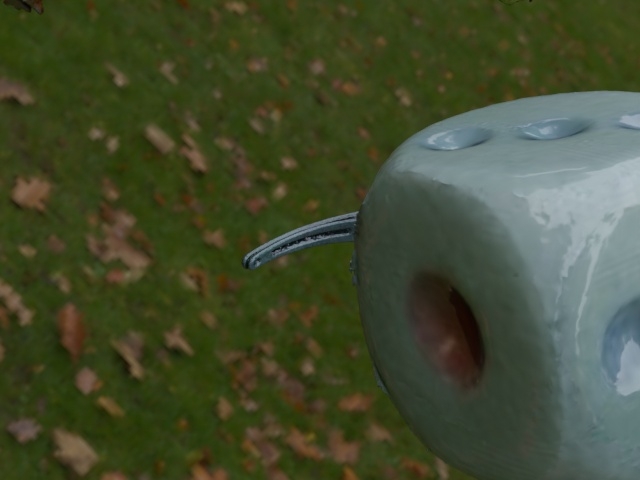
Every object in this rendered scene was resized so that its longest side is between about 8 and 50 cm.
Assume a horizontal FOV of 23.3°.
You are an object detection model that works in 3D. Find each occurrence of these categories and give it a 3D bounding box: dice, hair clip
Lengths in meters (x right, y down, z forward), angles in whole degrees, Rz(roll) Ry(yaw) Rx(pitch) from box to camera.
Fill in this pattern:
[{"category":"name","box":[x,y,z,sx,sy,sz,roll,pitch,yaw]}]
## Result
[{"category":"dice","box":[0.204,0.034,1.264,0.262,0.265,0.268,-20,20,-28]},{"category":"hair clip","box":[0.000,0.000,1.882,0.229,0.039,0.070,-15,35,-27]}]

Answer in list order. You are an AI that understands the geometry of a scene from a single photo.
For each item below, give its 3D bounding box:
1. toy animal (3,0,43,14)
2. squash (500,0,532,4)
[{"category":"toy animal","box":[-0.304,-0.411,1.901,0.225,0.302,0.284,32,6,18]},{"category":"squash","box":[0.293,-0.405,2.036,0.075,0.200,0.090,21,29,7]}]
